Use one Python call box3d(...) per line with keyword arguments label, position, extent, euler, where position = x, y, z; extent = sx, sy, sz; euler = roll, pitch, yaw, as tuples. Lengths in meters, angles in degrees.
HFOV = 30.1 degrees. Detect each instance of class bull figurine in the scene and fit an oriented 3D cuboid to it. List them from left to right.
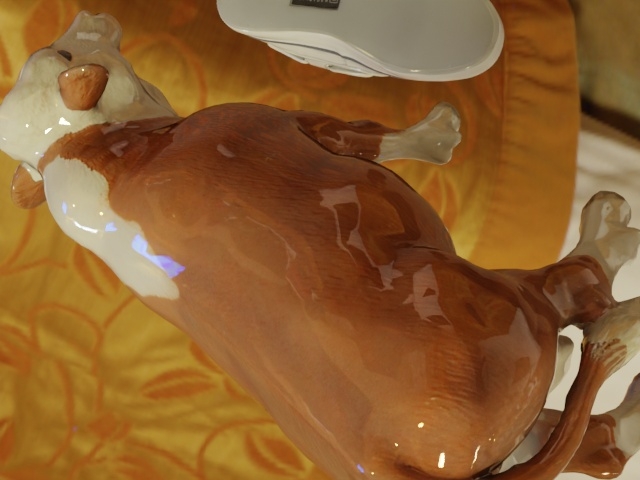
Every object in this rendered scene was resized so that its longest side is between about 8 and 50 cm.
box3d(label="bull figurine", position=(0.000, 0.000, 0.481), extent=(0.188, 0.310, 0.101), euler=(-13, 131, -34))

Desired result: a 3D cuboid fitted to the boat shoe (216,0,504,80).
box3d(label="boat shoe", position=(0.039, -0.180, 0.973), extent=(0.258, 0.095, 0.084), euler=(21, 179, 30))
